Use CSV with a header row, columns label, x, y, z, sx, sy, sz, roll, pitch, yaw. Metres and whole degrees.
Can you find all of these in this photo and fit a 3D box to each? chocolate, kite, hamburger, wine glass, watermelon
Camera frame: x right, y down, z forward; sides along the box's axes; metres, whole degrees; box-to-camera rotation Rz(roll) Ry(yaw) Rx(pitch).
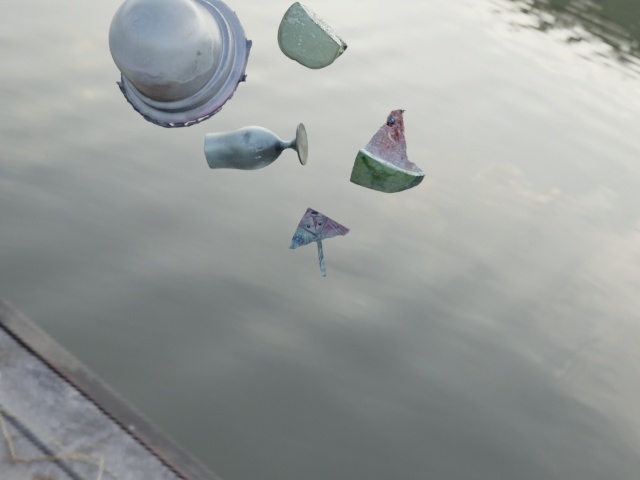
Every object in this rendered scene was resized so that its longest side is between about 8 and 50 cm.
label,x,y,z,sx,sy,sz,roll,pitch,yaw
chocolate,-0.216,-0.276,1.278,0.221,0.221,0.147,38,-2,26
kite,0.000,0.000,1.964,0.137,0.005,0.152,-17,81,-7
hamburger,-0.023,-0.342,1.602,0.121,0.084,0.054,43,24,-13
wine glass,-0.132,-0.190,1.908,0.202,0.093,0.093,-2,25,13
watermelon,0.102,-0.160,1.708,0.121,0.098,0.158,-2,66,-25
